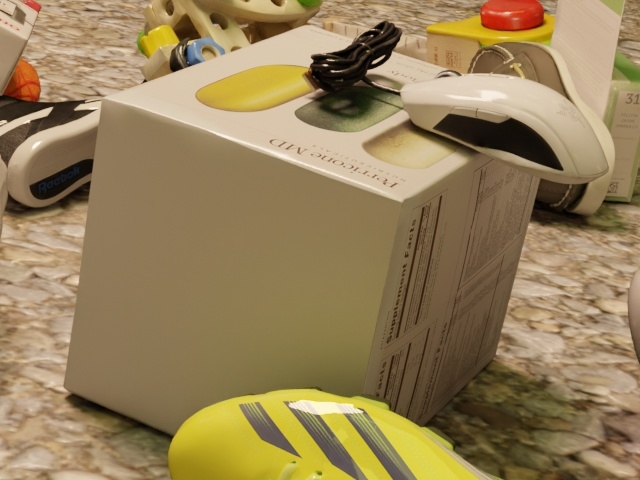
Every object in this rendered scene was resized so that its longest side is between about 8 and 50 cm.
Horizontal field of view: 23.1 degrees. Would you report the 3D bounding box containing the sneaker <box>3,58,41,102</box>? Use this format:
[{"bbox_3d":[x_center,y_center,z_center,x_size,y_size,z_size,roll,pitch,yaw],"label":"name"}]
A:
[{"bbox_3d":[-0.288,-0.140,1.395,0.064,0.067,0.175,9,20,2],"label":"sneaker"}]

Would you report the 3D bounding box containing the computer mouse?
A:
[{"bbox_3d":[0.088,-0.087,0.936,0.193,0.042,0.106,24,24,23],"label":"computer mouse"}]

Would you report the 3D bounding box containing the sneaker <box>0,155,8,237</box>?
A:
[{"bbox_3d":[-0.254,0.002,0.952,0.114,0.152,0.305,8,23,-11],"label":"sneaker"}]

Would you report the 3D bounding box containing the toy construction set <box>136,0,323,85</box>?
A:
[{"bbox_3d":[-0.027,-0.115,1.277,0.215,0.151,0.328,-20,61,-45],"label":"toy construction set"}]

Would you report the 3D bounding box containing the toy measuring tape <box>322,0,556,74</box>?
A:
[{"bbox_3d":[0.161,-0.219,1.739,0.330,0.121,0.121,14,20,35],"label":"toy measuring tape"}]

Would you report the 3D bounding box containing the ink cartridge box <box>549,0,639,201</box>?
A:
[{"bbox_3d":[0.269,-0.177,1.500,0.056,0.235,0.171,4,23,-14],"label":"ink cartridge box"}]

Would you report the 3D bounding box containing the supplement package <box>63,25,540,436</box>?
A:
[{"bbox_3d":[0.000,0.000,1.002,0.199,0.198,0.262,20,24,20],"label":"supplement package"}]

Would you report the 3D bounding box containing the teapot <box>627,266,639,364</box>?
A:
[{"bbox_3d":[0.326,0.079,0.991,0.256,0.187,0.252,-18,4,-21],"label":"teapot"}]

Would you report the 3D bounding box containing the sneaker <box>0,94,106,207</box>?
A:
[{"bbox_3d":[-0.213,-0.097,1.303,0.121,0.079,0.217,23,26,28],"label":"sneaker"}]

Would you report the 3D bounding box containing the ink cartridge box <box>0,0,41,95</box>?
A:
[{"bbox_3d":[-0.292,-0.182,1.303,0.099,0.056,0.135,27,16,-15],"label":"ink cartridge box"}]

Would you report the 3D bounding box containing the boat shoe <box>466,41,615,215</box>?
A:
[{"bbox_3d":[0.189,-0.122,1.502,0.091,0.109,0.305,9,25,-16],"label":"boat shoe"}]

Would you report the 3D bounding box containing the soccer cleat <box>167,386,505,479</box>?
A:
[{"bbox_3d":[0.041,0.154,0.791,0.289,0.093,0.121,18,30,19],"label":"soccer cleat"}]
